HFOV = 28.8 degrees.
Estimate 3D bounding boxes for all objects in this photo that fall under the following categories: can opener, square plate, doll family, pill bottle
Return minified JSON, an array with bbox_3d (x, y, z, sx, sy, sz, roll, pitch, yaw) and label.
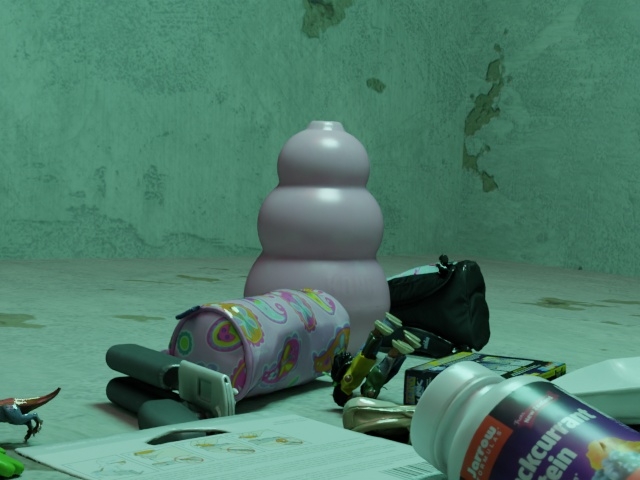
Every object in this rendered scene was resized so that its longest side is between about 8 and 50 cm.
[{"bbox_3d":[-0.162,0.152,1.251,0.093,0.074,0.280,0,4,-27],"label":"can opener"},{"bbox_3d":[0.448,0.163,1.413,0.347,0.049,0.344,-7,-2,28],"label":"square plate"},{"bbox_3d":[0.055,0.145,1.418,0.076,0.111,0.193,34,8,12],"label":"doll family"},{"bbox_3d":[0.153,0.156,0.826,0.108,0.108,0.193,0,21,-42],"label":"pill bottle"}]

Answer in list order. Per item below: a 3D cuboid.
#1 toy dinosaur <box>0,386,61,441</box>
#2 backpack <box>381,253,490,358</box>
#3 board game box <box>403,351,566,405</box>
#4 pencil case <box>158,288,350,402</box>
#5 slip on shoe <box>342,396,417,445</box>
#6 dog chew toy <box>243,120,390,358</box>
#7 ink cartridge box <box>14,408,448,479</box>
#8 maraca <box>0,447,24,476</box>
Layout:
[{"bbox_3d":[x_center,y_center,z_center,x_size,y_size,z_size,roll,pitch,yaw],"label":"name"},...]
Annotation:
[{"bbox_3d":[-0.300,0.158,1.151,0.082,0.090,0.047,34,-24,-18],"label":"toy dinosaur"},{"bbox_3d":[0.157,0.107,1.851,0.182,0.152,0.115,-9,-9,34],"label":"backpack"},{"bbox_3d":[0.196,0.170,1.465,0.141,0.048,0.170,3,3,29],"label":"board game box"},{"bbox_3d":[-0.070,0.122,1.463,0.124,0.124,0.284,5,5,26],"label":"pencil case"},{"bbox_3d":[0.089,0.185,1.224,0.135,0.051,0.041,10,42,-11],"label":"slip on shoe"},{"bbox_3d":[0.000,0.000,1.739,0.206,0.332,0.206,3,4,0],"label":"dog chew toy"},{"bbox_3d":[-0.048,0.187,0.916,0.238,0.060,0.275,6,5,44],"label":"ink cartridge box"},{"bbox_3d":[-0.327,0.151,1.012,0.185,0.099,0.127,32,-6,-37],"label":"maraca"}]
